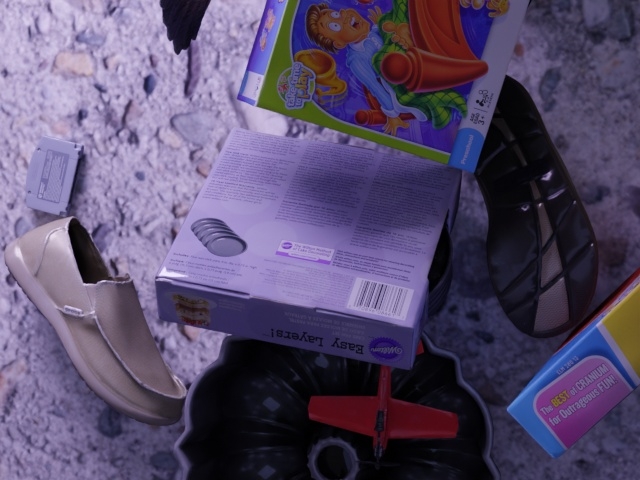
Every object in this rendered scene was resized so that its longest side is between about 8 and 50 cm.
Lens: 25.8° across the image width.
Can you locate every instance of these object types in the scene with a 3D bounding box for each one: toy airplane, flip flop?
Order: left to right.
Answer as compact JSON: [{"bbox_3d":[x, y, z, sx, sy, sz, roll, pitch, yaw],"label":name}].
[{"bbox_3d":[0.064,0.148,1.353,0.151,0.028,0.151,0,93,10],"label":"toy airplane"},{"bbox_3d":[0.209,-0.037,1.422,0.112,0.080,0.277,-22,73,14],"label":"flip flop"}]

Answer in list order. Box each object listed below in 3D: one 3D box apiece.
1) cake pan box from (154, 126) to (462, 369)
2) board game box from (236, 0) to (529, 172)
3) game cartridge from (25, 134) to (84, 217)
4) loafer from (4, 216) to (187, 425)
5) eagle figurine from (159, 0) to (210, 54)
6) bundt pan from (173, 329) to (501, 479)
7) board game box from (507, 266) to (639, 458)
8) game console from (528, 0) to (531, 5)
[{"bbox_3d":[0.000,0.000,1.386,0.266,0.246,0.070,9,135,10],"label":"cake pan box"},{"bbox_3d":[0.085,-0.264,1.338,0.233,0.078,0.347,15,96,-19],"label":"board game box"},{"bbox_3d":[-0.297,-0.072,1.548,0.056,0.017,0.083,15,95,7],"label":"game cartridge"},{"bbox_3d":[-0.230,0.082,1.498,0.092,0.102,0.268,-43,83,16],"label":"loafer"},{"bbox_3d":[-0.059,-0.344,1.395,0.226,0.225,0.298,-16,70,12],"label":"eagle figurine"},{"bbox_3d":[0.023,0.218,1.441,0.330,0.124,0.331,0,93,11],"label":"bundt pan"},{"bbox_3d":[0.326,0.040,1.270,0.064,0.242,0.316,45,117,8],"label":"board game box"},{"bbox_3d":[0.297,-0.304,1.405,0.361,0.044,0.213,30,98,10],"label":"game console"}]
